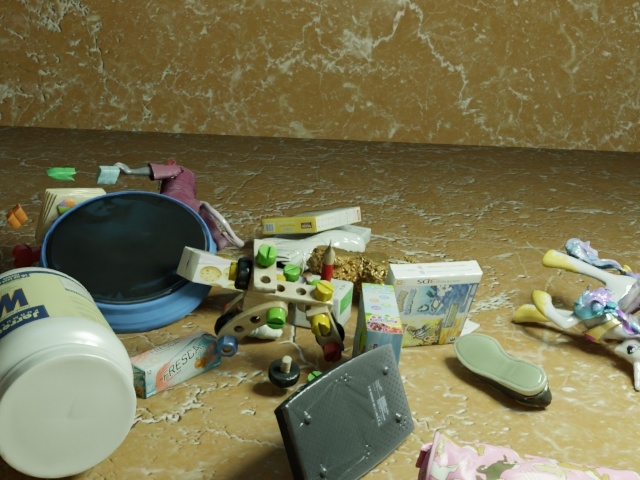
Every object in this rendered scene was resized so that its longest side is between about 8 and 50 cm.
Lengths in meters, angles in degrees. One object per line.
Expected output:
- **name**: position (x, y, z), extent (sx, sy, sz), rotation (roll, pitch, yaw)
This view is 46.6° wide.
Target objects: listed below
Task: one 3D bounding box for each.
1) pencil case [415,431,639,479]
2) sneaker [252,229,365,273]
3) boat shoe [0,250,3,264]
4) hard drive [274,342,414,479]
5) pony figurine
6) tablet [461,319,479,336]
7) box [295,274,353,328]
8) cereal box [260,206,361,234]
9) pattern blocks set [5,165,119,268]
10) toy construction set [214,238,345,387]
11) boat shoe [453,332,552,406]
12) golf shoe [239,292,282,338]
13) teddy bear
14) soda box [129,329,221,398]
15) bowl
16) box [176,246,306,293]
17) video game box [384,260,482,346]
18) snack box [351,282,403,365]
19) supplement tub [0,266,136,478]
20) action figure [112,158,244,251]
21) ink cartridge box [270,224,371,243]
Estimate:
- **pencil case**: position (0.312, 0.356, 0.972), extent (0.386, 0.160, 0.167), rotation (6, -5, 11)
- **sneaker**: position (-0.029, 0.053, 1.867), extent (0.293, 0.108, 0.169), rotation (-6, 21, 3)
- **boat shoe**: position (-0.812, 0.071, 1.657), extent (0.110, 0.121, 0.341), rotation (2, 18, -4)
- **hard drive**: position (0.040, 0.276, 1.155), extent (0.054, 0.171, 0.255), rotation (-11, 7, 44)
- **pony figurine**: position (0.647, 0.125, 1.581), extent (0.351, 0.302, 0.363), rotation (-41, 41, -17)
- **tablet**: position (0.312, 0.193, 1.652), extent (0.054, 0.006, 0.083), rotation (17, 25, 34)
- **box**: position (0.008, 0.139, 1.636), extent (0.102, 0.087, 0.101), rotation (11, 21, 17)
- **cereal box**: position (-0.022, -0.054, 2.000), extent (0.173, 0.047, 0.240), rotation (-3, 7, 31)
- **pattern blocks set**: position (-0.602, -0.053, 1.788), extent (0.286, 0.324, 0.026), rotation (-10, 53, -30)
- **toy construction set**: position (-0.049, 0.088, 1.400), extent (0.258, 0.237, 0.309), rotation (19, 37, 13)
- **boat shoe**: position (0.342, 0.248, 1.418), extent (0.081, 0.068, 0.228), rotation (-42, 33, -13)
- **golf shoe**: position (-0.137, 0.170, 1.599), extent (0.086, 0.069, 0.176), rotation (23, 10, -25)
- **teddy bear**: position (0.132, 0.090, 1.761), extent (0.338, 0.113, 0.245), rotation (3, 14, -41)
- **soda box**: position (-0.272, 0.228, 1.392), extent (0.063, 0.058, 0.183), rotation (18, 25, 37)
- **bowl**: position (-0.426, 0.032, 1.662), extent (0.392, 0.077, 0.391), rotation (5, 44, -4)
- **box**: position (-0.167, 0.078, 1.641), extent (0.063, 0.067, 0.324), rotation (20, 2, 43)
- **video game box**: position (0.214, 0.132, 1.515), extent (0.187, 0.205, 0.048), rotation (-1, 40, -12)
- **snack box**: position (0.100, 0.197, 1.359), extent (0.070, 0.174, 0.207), rotation (6, 19, -1)
- **supplement tub**: position (-0.436, 0.200, 1.181), extent (0.236, 0.235, 0.325), rotation (-8, 22, -29)
- **action figure**: position (-0.379, -0.115, 1.974), extent (0.276, 0.248, 0.370), rotation (-21, 42, 9)
- **ink cartridge box**: position (0.000, 0.000, 2.089), extent (0.223, 0.045, 0.224), rotation (11, 22, 24)
